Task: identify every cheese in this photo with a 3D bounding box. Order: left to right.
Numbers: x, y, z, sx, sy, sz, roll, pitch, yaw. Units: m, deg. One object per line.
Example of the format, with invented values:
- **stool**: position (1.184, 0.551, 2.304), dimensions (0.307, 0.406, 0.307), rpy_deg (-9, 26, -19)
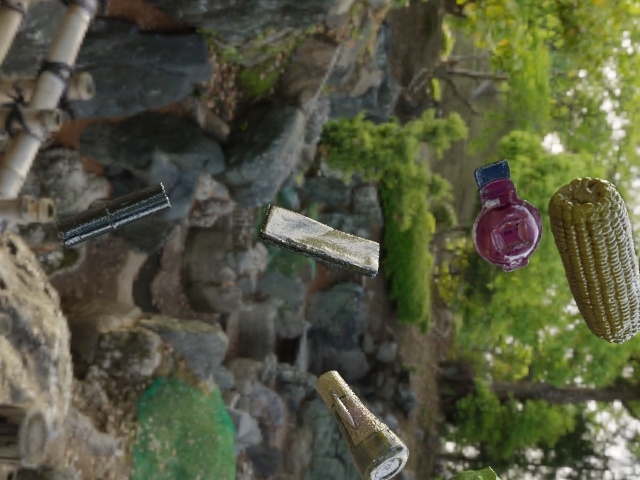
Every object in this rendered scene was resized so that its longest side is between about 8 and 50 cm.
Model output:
- **cheese**: position (0.386, -0.049, 1.750), dimensions (0.062, 0.155, 0.244), rpy_deg (-109, 180, -73)

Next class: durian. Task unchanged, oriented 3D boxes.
- **durian**: position (0.307, 0.536, 1.701), dimensions (0.101, 0.139, 0.250), rpy_deg (-54, 168, -32)

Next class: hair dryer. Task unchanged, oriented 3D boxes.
- **hair dryer**: position (-0.337, -0.053, 1.356), dimensions (0.195, 0.173, 0.050), rpy_deg (-142, -146, -73)

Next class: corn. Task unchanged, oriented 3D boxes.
- **corn**: position (0.489, 0.041, 1.457), dimensions (0.131, 0.131, 0.344), rpy_deg (-79, 150, -48)

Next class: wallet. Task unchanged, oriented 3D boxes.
- **wallet**: position (0.000, 0.001, 1.647), dimensions (0.124, 0.244, 0.025), rpy_deg (-80, -170, -57)

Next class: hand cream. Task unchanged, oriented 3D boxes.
- **hand cream**: position (0.057, 0.286, 1.321), dimensions (0.203, 0.084, 0.084), rpy_deg (53, -21, 40)
